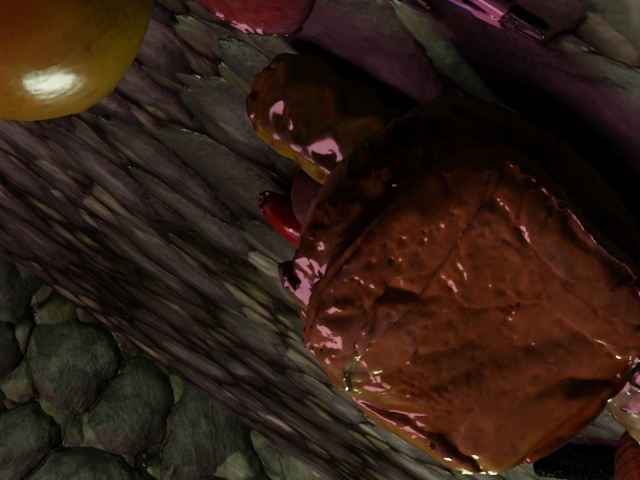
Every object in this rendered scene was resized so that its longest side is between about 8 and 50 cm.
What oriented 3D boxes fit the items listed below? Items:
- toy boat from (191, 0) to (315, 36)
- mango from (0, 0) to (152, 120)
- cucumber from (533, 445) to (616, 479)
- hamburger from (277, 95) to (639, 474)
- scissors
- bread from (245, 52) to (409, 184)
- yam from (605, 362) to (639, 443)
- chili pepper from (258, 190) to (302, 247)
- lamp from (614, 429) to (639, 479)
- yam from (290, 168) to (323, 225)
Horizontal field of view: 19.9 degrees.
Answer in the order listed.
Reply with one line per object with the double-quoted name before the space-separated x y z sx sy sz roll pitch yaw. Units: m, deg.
"toy boat" -0.072 -0.269 1.185 0.206 0.096 0.282 45 162 21
"mango" -0.262 -0.210 1.524 0.264 0.221 0.378 29 174 8
"cucumber" 0.322 0.269 2.173 0.044 0.043 0.257 32 166 -12
"hamburger" 0.114 0.032 1.393 0.283 0.259 0.144 49 -170 -34
"scissors" 0.104 -0.165 1.243 0.113 0.012 0.039 31 166 12
"bread" 0.055 -0.069 1.533 0.269 0.087 0.098 32 170 13
"yam" 0.322 0.133 1.527 0.238 0.129 0.128 44 163 -24
"chili pepper" 0.000 0.000 1.972 0.169 0.065 0.088 38 151 4
"lamp" 0.348 0.216 1.740 0.136 0.136 0.136 32 166 9
"yam" 0.032 -0.032 1.734 0.127 0.084 0.084 15 157 47
